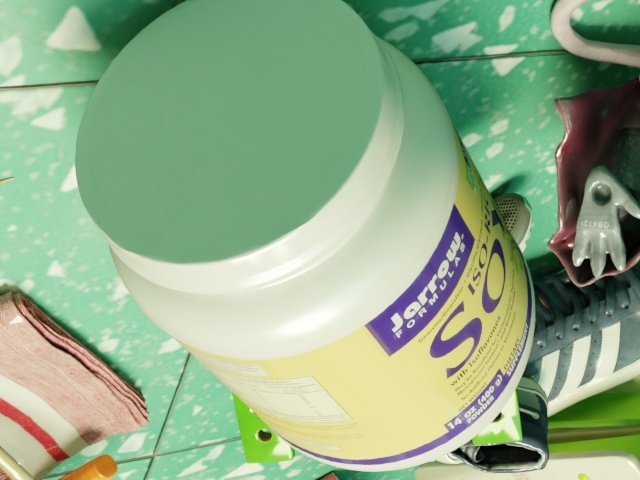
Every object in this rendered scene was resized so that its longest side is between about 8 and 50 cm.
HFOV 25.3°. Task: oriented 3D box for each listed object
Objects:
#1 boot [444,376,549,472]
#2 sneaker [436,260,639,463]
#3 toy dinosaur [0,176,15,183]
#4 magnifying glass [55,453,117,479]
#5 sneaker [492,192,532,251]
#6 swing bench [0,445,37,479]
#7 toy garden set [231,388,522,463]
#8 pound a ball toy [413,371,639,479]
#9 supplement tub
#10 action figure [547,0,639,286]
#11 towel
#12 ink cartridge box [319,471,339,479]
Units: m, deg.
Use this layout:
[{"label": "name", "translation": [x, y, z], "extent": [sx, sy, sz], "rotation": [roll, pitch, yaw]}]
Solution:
[{"label": "boot", "translation": [0.112, 0.160, 1.281], "extent": [0.190, 0.086, 0.069], "rotation": [2, 125, 3]}, {"label": "sneaker", "translation": [0.213, 0.080, 1.358], "extent": [0.350, 0.131, 0.148], "rotation": [-37, 137, 6]}, {"label": "toy dinosaur", "translation": [-0.267, 0.005, 0.996], "extent": [0.093, 0.053, 0.183], "rotation": [-26, 158, -31]}, {"label": "magnifying glass", "translation": [-0.272, 0.248, 1.275], "extent": [0.231, 0.026, 0.092], "rotation": [-33, 173, 25]}, {"label": "sneaker", "translation": [0.109, 0.010, 1.247], "extent": [0.166, 0.065, 0.076], "rotation": [-37, 142, 11]}, {"label": "swing bench", "translation": [-0.285, 0.310, 1.104], "extent": [0.255, 0.165, 0.253], "rotation": [-39, 120, -2]}, {"label": "toy garden set", "translation": [0.040, 0.083, 1.227], "extent": [0.244, 0.049, 0.203], "rotation": [-6, 111, 11]}, {"label": "pound a ball toy", "translation": [0.210, 0.256, 1.423], "extent": [0.319, 0.208, 0.135], "rotation": [-14, 120, 44]}, {"label": "supplement tub", "translation": [0.000, 0.000, 0.985], "extent": [0.241, 0.241, 0.331], "rotation": [-31, 146, 5]}, {"label": "action figure", "translation": [0.315, -0.084, 1.205], "extent": [0.248, 0.275, 0.370], "rotation": [-26, 173, 37]}, {"label": "towel", "translation": [-0.329, 0.178, 1.184], "extent": [0.329, 0.037, 0.237], "rotation": [-31, 146, 5]}, {"label": "ink cartridge box", "translation": [-0.057, 0.411, 1.595], "extent": [0.283, 0.117, 0.207], "rotation": [-31, 148, -5]}]
